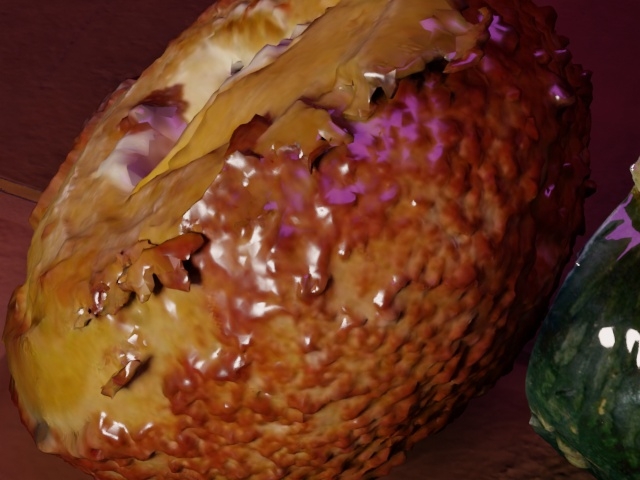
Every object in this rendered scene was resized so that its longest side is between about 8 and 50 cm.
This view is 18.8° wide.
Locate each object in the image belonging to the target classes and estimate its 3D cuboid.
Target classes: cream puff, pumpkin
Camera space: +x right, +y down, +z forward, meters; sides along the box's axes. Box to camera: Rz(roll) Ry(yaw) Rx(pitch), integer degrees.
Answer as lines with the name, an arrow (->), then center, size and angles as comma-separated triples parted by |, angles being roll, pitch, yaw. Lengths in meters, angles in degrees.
cream puff -> 0.000, -0.002, 0.985 | 0.228, 0.350, 0.350 | 45, 32, -22
pumpkin -> 0.262, 0.030, 0.983 | 0.197, 0.293, 0.263 | 33, 5, 25
